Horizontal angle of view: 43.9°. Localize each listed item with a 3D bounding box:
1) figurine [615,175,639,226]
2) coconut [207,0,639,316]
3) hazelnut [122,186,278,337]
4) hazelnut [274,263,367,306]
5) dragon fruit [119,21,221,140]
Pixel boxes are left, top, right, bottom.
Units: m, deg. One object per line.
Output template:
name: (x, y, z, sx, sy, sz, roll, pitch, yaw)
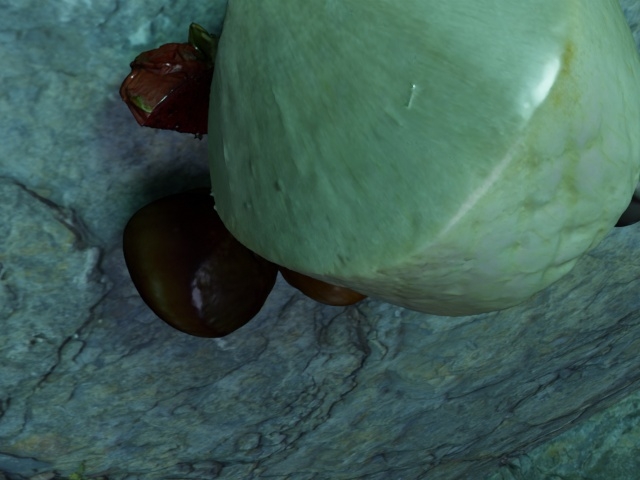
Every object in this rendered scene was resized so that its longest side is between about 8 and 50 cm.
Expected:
figurine: (0.281, -0.084, 1.013, 0.381, 0.203, 0.248, -30, 139, 30)
coconut: (0.080, -0.136, 0.686, 0.345, 0.415, 0.415, -17, 153, 36)
hazelnut: (-0.139, 0.028, 0.943, 0.178, 0.178, 0.204, -42, 170, 25)
hazelnut: (0.000, 0.000, 0.901, 0.150, 0.150, 0.150, -15, 144, -11)
dragon fruit: (-0.127, -0.164, 0.768, 0.106, 0.083, 0.162, -47, 165, 16)
